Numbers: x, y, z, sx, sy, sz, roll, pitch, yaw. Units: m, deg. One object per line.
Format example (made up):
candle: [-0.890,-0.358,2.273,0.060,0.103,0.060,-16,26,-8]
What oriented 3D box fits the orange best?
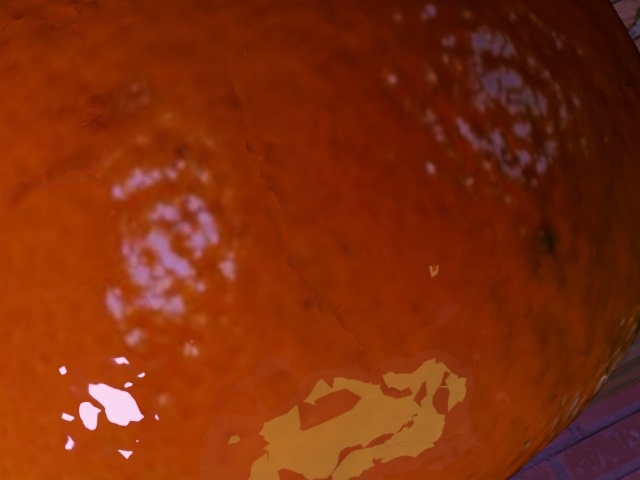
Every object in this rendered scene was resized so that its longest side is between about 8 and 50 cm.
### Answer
orange: [-0.043,-0.020,0.872,0.424,0.326,0.424,-18,-168,4]
